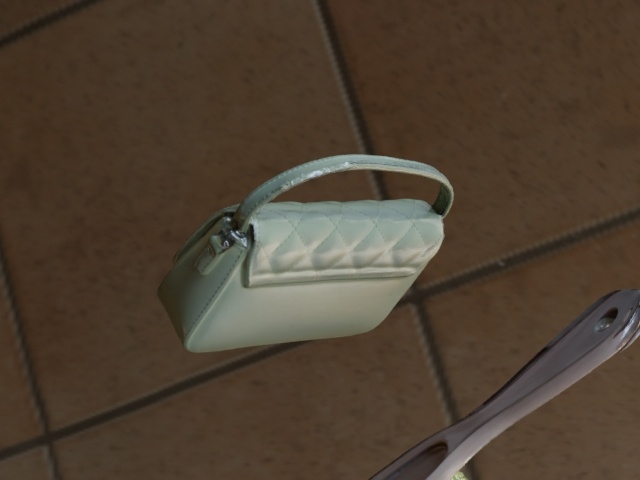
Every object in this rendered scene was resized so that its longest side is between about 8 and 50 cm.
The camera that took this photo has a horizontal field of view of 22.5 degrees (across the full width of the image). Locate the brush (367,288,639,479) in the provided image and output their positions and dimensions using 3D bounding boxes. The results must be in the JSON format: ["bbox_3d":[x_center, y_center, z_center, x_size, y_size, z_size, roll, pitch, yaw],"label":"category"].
[{"bbox_3d":[0.093,0.138,0.985,0.067,0.072,0.313,41,112,-15],"label":"brush"}]

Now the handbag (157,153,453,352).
[{"bbox_3d":[0.000,0.000,1.370,0.219,0.256,0.079,-52,57,35],"label":"handbag"}]
